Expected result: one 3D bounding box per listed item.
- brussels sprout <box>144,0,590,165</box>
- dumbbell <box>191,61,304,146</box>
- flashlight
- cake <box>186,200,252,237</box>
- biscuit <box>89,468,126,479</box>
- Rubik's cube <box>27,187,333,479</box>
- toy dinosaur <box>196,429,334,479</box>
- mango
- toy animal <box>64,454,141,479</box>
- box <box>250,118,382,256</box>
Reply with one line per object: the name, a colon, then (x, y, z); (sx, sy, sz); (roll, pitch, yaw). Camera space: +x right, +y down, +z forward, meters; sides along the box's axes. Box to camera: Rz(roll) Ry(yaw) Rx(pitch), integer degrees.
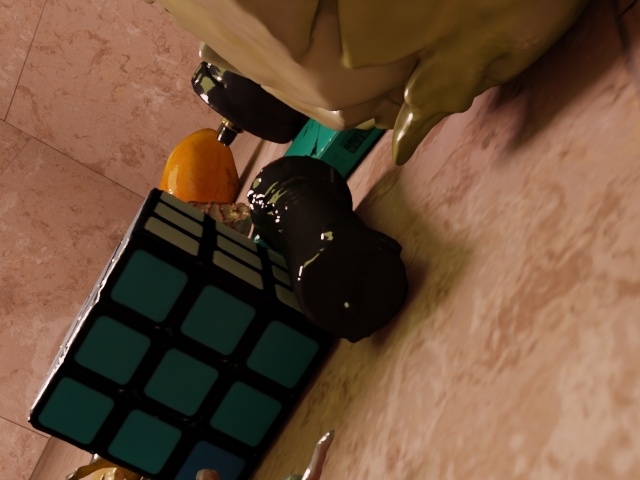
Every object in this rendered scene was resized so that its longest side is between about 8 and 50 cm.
brussels sprout: (0.031, -0.274, 0.442); (0.361, 0.342, 0.425); (-54, 17, -2)
dumbbell: (-0.050, -0.305, 1.078); (0.388, 0.185, 0.185); (-55, 15, 19)
flashlight: (0.000, 0.000, 0.525); (0.093, 0.093, 0.232); (-57, 19, 11)
cake: (-0.137, 0.005, 0.881); (0.287, 0.098, 0.135); (149, 137, -86)
biscuit: (-0.249, 0.262, 0.952); (0.234, 0.030, 0.153); (-58, 14, 8)
Rubik's cube: (-0.104, 0.075, 0.564); (0.160, 0.162, 0.163); (-58, 16, 9)
toy dinosaur: (-0.054, 0.192, 0.385); (0.242, 0.053, 0.167); (-48, 20, 39)
mango: (-0.234, -0.107, 1.408); (0.126, 0.154, 0.252); (-24, 52, 55)
toy animal: (-0.209, 0.209, 0.799); (0.219, 0.095, 0.155); (-40, 29, 51)
box: (0.001, -0.097, 0.779); (0.226, 0.042, 0.161); (-51, 16, 31)
